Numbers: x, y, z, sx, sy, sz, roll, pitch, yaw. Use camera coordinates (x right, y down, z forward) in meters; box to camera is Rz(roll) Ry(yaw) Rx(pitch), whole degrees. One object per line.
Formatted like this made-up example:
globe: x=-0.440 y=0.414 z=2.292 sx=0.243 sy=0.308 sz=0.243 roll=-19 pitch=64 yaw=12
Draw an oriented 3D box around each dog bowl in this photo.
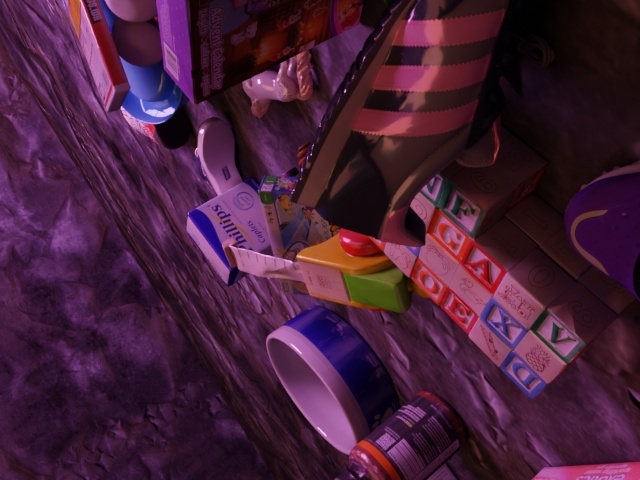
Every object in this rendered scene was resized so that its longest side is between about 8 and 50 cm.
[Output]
dog bowl: x=0.019 y=0.254 z=1.212 sx=0.265 sy=0.104 sz=0.265 roll=44 pitch=155 yaw=27
dog bowl: x=-0.290 y=-0.333 z=1.030 sx=0.166 sy=0.074 sz=0.297 roll=-16 pitch=107 yaw=41

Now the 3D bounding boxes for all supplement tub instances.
supplement tub: x=0.116 y=0.321 z=0.987 sx=0.106 sy=0.198 sz=0.106 roll=45 pitch=155 yaw=27

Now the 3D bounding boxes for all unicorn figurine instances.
unicorn figurine: x=-0.068 y=-0.204 z=0.839 sx=0.162 sy=0.060 sz=0.111 roll=27 pitch=143 yaw=50

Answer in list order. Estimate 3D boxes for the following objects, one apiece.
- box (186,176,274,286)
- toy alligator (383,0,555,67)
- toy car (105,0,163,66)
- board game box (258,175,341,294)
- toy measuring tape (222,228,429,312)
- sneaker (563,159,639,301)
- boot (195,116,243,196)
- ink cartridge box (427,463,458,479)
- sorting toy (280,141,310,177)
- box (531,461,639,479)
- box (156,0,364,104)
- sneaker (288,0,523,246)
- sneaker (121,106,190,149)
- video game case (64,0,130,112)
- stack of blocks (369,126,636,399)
box: x=-0.135 y=-0.016 z=1.120 sx=0.126 sy=0.137 sz=0.072 roll=51 pitch=156 yaw=13
toy alligator: x=0.100 y=-0.188 z=0.537 sx=0.190 sy=0.051 sz=0.056 roll=45 pitch=155 yaw=25
toy car: x=-0.194 y=-0.318 z=0.870 sx=0.136 sy=0.159 sz=0.182 roll=16 pitch=151 yaw=0
board game box: x=0.000 y=0.000 z=0.910 sx=0.136 sy=0.035 sz=0.201 roll=3 pitch=135 yaw=14
toy measuring tape: x=0.021 y=0.016 z=0.843 sx=0.330 sy=0.121 sz=0.121 roll=10 pitch=131 yaw=40
sneaker: x=0.258 y=0.042 z=0.405 sx=0.293 sy=0.146 sz=0.102 roll=30 pitch=146 yaw=46
boot: x=-0.192 y=-0.150 z=1.143 sx=0.086 sy=0.069 sz=0.190 roll=40 pitch=154 yaw=29
ink cartridge box: x=0.197 y=0.453 z=1.186 sx=0.232 sy=0.066 sz=0.189 roll=58 pitch=157 yaw=8
sorting toy: x=-0.025 y=-0.102 z=0.889 sx=0.102 sy=0.061 sz=0.042 roll=-35 pitch=88 yaw=44
box: x=0.312 y=0.333 z=0.685 sx=0.154 sy=0.142 sz=0.300 roll=54 pitch=157 yaw=8
box: x=-0.035 y=-0.259 z=0.522 sx=0.057 sy=0.201 sz=0.293 roll=49 pitch=157 yaw=18
sneaker: x=0.099 y=-0.129 z=0.486 sx=0.131 sy=0.112 sz=0.319 roll=29 pitch=125 yaw=-7
sneaker: x=-0.341 y=-0.300 z=1.217 sx=0.145 sy=0.090 sz=0.270 roll=29 pitch=147 yaw=44
video game case: x=-0.329 y=-0.328 z=0.909 sx=0.204 sy=0.025 sz=0.285 roll=9 pitch=119 yaw=69
stack of blocks: x=0.145 y=-0.014 z=0.630 sx=0.297 sy=0.087 sz=0.171 roll=47 pitch=155 yaw=22
